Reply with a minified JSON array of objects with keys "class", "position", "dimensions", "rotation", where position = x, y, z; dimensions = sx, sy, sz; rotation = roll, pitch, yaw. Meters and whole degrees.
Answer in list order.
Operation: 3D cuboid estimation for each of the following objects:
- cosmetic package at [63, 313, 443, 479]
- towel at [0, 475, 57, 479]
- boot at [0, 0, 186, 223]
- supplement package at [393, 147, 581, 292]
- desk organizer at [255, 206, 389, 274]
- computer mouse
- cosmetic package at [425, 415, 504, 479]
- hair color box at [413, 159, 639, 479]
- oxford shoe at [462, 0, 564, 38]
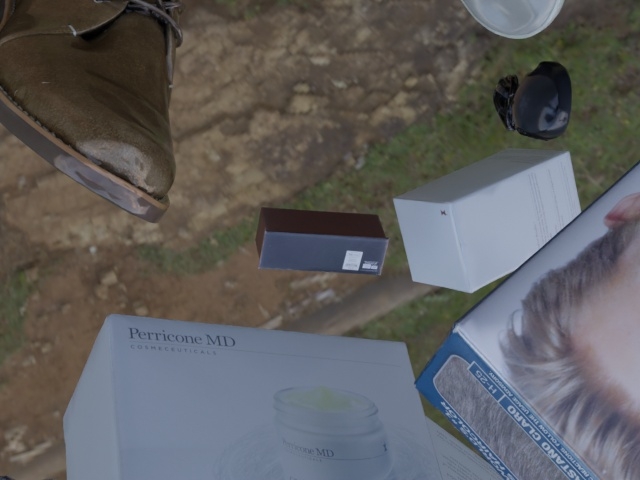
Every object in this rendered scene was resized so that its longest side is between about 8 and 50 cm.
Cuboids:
[{"class":"cosmetic package","position":[-0.042,0.182,0.791],"dimensions":[0.224,0.224,0.138],"rotation":[7,135,-24]},{"class":"towel","position":[-0.192,0.174,0.283],"dimensions":[0.284,0.235,0.121],"rotation":[3,149,-16]},{"class":"boot","position":[-0.125,-0.117,0.688],"dimensions":[0.112,0.305,0.115],"rotation":[36,104,-32]},{"class":"supplement package","position":[0.189,-0.027,1.333],"dimensions":[0.179,0.105,0.105],"rotation":[-23,108,-29]},{"class":"desk organizer","position":[0.000,0.000,1.241],"dimensions":[0.130,0.050,0.047],"rotation":[4,122,-13]},{"class":"computer mouse","position":[0.186,-0.133,1.125],"dimensions":[0.041,0.242,0.071],"rotation":[3,97,-4]},{"class":"cosmetic package","position":[0.120,0.319,1.265],"dimensions":[0.151,0.183,0.151],"rotation":[39,109,-18]},{"class":"hair color box","position":[0.237,0.017,0.639],"dimensions":[0.347,0.174,0.105],"rotation":[-39,167,-20]},{"class":"oxford shoe","position":[0.137,-0.368,1.112],"dimensions":[0.130,0.169,0.449],"rotation":[-57,145,-34]}]
